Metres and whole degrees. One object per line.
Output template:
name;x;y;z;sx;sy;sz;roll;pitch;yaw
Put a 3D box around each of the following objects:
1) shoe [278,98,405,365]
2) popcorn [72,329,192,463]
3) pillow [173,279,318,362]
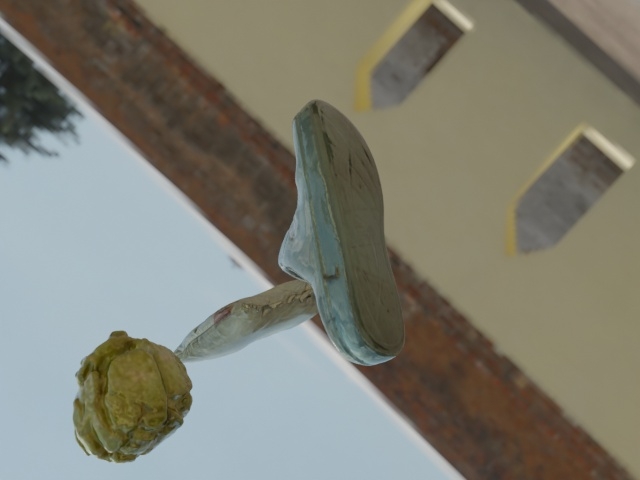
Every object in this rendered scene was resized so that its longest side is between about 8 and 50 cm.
shoe;0.000;0.000;0.972;0.079;0.078;0.195;27;-139;-51
popcorn;-0.170;0.135;1.283;0.116;0.120;0.106;-15;111;57
pillow;-0.070;0.086;1.619;0.051;0.128;0.229;60;-153;8
